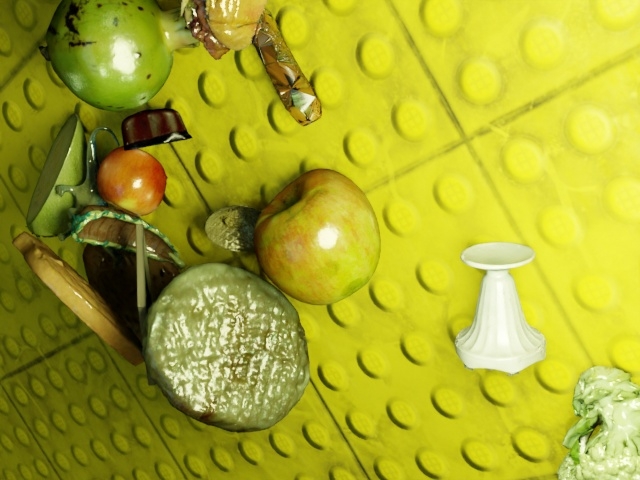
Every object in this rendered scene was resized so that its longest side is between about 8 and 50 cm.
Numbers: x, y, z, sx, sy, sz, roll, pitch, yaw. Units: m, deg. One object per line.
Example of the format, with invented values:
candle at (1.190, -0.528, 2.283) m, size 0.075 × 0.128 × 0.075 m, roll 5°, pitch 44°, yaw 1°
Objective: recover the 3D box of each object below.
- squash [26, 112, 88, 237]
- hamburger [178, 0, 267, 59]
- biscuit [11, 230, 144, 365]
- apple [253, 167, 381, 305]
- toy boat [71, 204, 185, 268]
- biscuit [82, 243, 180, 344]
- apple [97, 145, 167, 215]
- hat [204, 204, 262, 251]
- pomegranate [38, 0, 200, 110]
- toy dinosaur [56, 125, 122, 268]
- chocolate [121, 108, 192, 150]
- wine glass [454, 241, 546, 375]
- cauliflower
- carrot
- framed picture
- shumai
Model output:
squash at (-0.643, -0.160, 2.020) m, size 0.189 × 0.189 × 0.261 m, roll 15°, pitch 126°, yaw 30°
hamburger at (-0.179, -0.502, 1.501) m, size 0.155 × 0.282 × 0.245 m, roll 21°, pitch 167°, yaw 37°
biscuit at (-0.561, 0.138, 2.011) m, size 0.365 × 0.062 × 0.385 m, roll 32°, pitch 163°, yaw 49°
apple at (0.000, 0.000, 1.624) m, size 0.246 × 0.246 × 0.226 m, roll -19°, pitch 120°, yaw 42°
toy boat at (-0.443, -0.011, 1.953) m, size 0.108 × 0.292 × 0.099 m, roll -47°, pitch 43°, yaw 23°
biscuit at (-0.475, 0.119, 2.140) m, size 0.359 × 0.046 × 0.359 m, roll 17°, pitch 121°, yaw 29°
apple at (-0.422, -0.135, 1.891) m, size 0.163 × 0.163 × 0.139 m, roll 17°, pitch 80°, yaw 30°
hat at (-0.177, -0.047, 1.818) m, size 0.145 × 0.067 × 0.146 m, roll -2°, pitch 138°, yaw -2°
pomegranate at (-0.385, -0.399, 1.676) m, size 0.340 × 0.260 × 0.261 m, roll -16°, pitch 105°, yaw 11°
toy dinosaur at (-0.540, -0.083, 1.967) m, size 0.076 × 0.147 × 0.363 m, roll 22°, pitch 121°, yaw 40°
chocolate at (-0.354, -0.246, 1.821) m, size 0.148 × 0.125 × 0.080 m, roll -12°, pitch 99°, yaw 3°
wine glass at (0.314, 0.113, 1.470) m, size 0.164 × 0.165 × 0.197 m, roll 9°, pitch 112°, yaw 33°
cauliflower at (0.517, 0.332, 1.421) m, size 0.272 × 0.275 × 0.250 m, roll 69°, pitch 179°, yaw -53°
carrot at (-0.069, -0.323, 1.583) m, size 0.069 × 0.069 × 0.229 m, roll -24°, pitch 96°, yaw 42°
framed picture at (-0.393, 0.148, 1.901) m, size 0.315 × 0.024 × 0.232 m, roll 96°, pitch 167°, yaw -49°
shumai at (-0.242, 0.232, 1.849) m, size 0.397 × 0.324 × 0.323 m, roll 32°, pitch 161°, yaw -27°
